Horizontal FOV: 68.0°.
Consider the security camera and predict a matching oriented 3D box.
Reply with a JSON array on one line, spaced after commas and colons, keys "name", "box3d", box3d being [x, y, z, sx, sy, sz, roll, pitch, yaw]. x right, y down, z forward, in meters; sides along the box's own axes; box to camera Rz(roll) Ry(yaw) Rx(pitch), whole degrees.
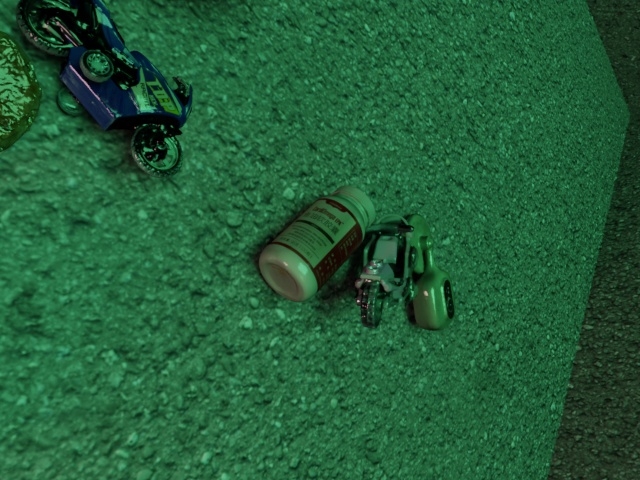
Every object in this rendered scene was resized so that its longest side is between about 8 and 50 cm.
[{"name": "security camera", "box3d": [0.280, 0.077, 1.211, 0.157, 0.080, 0.302, -18, 99, -52]}]

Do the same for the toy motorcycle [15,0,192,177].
[{"name": "toy motorcycle", "box3d": [-0.298, -0.247, 0.717, 0.315, 0.113, 0.169, 53, 46, -16]}]

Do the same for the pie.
[{"name": "pie", "box3d": [-0.465, -0.196, 0.604, 0.195, 0.046, 0.195, 1, 88, -41]}]

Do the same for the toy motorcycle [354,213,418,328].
[{"name": "toy motorcycle", "box3d": [0.136, 0.051, 1.020, 0.327, 0.143, 0.188, -36, 127, -66]}]

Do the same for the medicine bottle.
[{"name": "medicine bottle", "box3d": [0.000, 0.000, 0.944, 0.250, 0.131, 0.131, -45, 116, -33]}]
